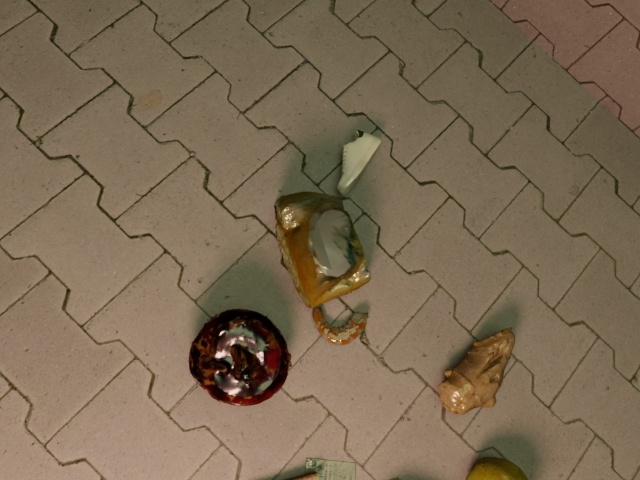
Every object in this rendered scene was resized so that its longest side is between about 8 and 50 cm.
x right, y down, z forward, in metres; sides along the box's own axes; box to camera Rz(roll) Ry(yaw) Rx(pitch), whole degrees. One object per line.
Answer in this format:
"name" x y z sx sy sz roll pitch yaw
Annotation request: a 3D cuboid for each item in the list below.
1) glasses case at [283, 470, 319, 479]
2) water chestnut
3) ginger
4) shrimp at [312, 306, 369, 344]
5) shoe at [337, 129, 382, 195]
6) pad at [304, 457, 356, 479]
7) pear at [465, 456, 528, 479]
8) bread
"glasses case" -0.107 0.738 1.660 0.218 0.049 0.075 -11 77 -12
"water chestnut" -0.226 0.337 1.640 0.300 0.300 0.299 3 74 -11
"ginger" 0.521 0.415 1.852 0.190 0.126 0.354 36 72 5
"shrimp" 0.060 0.252 1.849 0.166 0.049 0.161 44 72 11
"shoe" 0.108 -0.275 1.987 0.110 0.095 0.265 34 65 5
"pad" 0.021 0.792 1.699 0.160 0.009 0.264 9 73 -10
"pear" 0.537 0.760 1.730 0.198 0.198 0.198 3 74 -11
"bread" -0.002 -0.009 1.795 0.240 0.264 0.394 -19 80 -12
